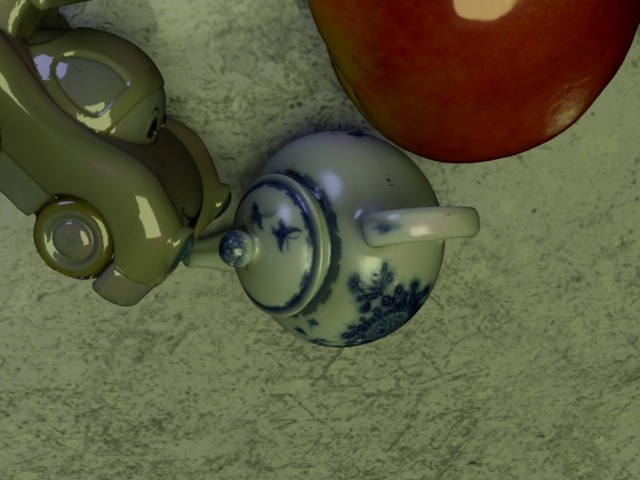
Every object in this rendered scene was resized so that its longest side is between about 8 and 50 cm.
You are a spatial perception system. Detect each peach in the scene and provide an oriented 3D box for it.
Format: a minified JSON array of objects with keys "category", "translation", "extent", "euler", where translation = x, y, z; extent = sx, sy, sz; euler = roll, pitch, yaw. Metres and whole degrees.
[{"category":"peach","translation":[0.166,-0.278,1.148],"extent":[0.388,0.388,0.388],"euler":[-4,115,-8]}]

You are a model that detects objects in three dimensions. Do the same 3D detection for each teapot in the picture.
[{"category":"teapot","translation":[0.000,0.000,1.288],"extent":[0.280,0.424,0.252],"euler":[-5,89,-42]}]

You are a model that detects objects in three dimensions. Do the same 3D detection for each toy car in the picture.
[{"category":"toy car","translation":[-0.237,-0.126,1.184],"extent":[0.336,0.242,0.226],"euler":[43,106,-5]}]
